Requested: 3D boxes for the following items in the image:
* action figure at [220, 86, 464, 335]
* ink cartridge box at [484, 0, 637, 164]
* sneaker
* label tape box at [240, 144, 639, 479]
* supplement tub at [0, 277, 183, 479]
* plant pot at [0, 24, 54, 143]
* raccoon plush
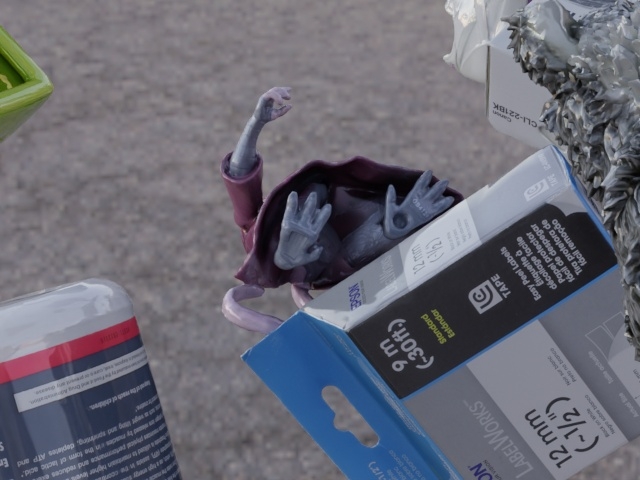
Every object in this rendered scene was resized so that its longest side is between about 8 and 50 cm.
[{"bbox_3d":[0.000,0.000,1.596,0.248,0.276,0.370,26,-10,-17],"label":"action figure"},{"bbox_3d":[0.324,-0.199,1.529,0.197,0.114,0.273,29,58,28],"label":"ink cartridge box"},{"bbox_3d":[0.239,-0.357,2.007,0.152,0.305,0.114,23,19,34],"label":"sneaker"},{"bbox_3d":[0.138,0.116,1.343,0.347,0.249,0.115,-34,21,10],"label":"label tape box"},{"bbox_3d":[-0.183,0.175,0.968,0.191,0.272,0.191,-16,2,0],"label":"supplement tub"},{"bbox_3d":[-0.374,-0.104,1.090,0.227,0.207,0.228,46,20,2],"label":"plant pot"},{"bbox_3d":[0.180,0.021,0.876,0.299,0.216,0.446,22,57,37],"label":"raccoon plush"}]
